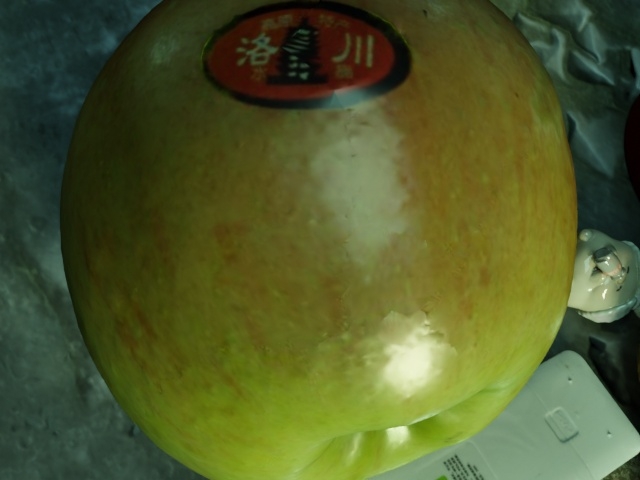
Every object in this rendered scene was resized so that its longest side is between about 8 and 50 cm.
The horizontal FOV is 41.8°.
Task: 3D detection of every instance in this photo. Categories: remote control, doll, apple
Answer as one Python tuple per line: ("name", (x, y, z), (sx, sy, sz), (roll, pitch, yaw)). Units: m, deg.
("remote control", (0.134, 0.172, 0.638), (0.250, 0.034, 0.103), (-22, 67, -30))
("doll", (0.236, 0.026, 0.703), (0.127, 0.084, 0.073), (23, 74, 4))
("apple", (0.000, 0.000, 0.539), (0.338, 0.338, 0.305), (-4, 68, -11))

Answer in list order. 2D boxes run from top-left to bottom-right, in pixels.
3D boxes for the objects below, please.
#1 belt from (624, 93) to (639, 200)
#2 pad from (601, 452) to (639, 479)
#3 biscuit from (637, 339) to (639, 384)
("belt", (0.436, -0.049, 0.744), (0.324, 0.115, 0.227), (34, 76, 1))
("pad", (0.157, 0.186, 0.663), (0.235, 0.003, 0.158), (23, 52, -4))
("biscuit", (0.335, 0.116, 0.650), (0.183, 0.047, 0.320), (19, 94, 3))
